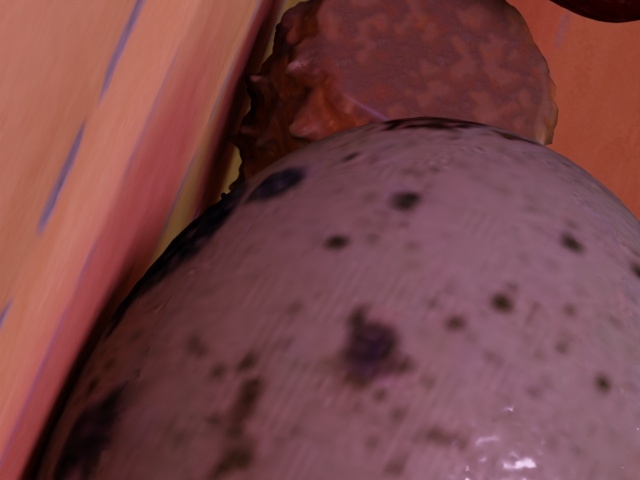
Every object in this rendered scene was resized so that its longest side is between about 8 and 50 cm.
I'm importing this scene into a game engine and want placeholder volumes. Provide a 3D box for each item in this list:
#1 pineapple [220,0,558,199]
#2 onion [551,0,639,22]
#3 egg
[{"bbox_3d":[0.000,0.000,1.090,0.340,0.169,0.169,-58,-173,48],"label":"pineapple"},{"bbox_3d":[0.137,-0.269,0.980,0.314,0.232,0.314,-175,-90,-72],"label":"onion"},{"bbox_3d":[0.025,0.124,0.768,0.287,0.287,0.379,108,-12,-62],"label":"egg"}]
